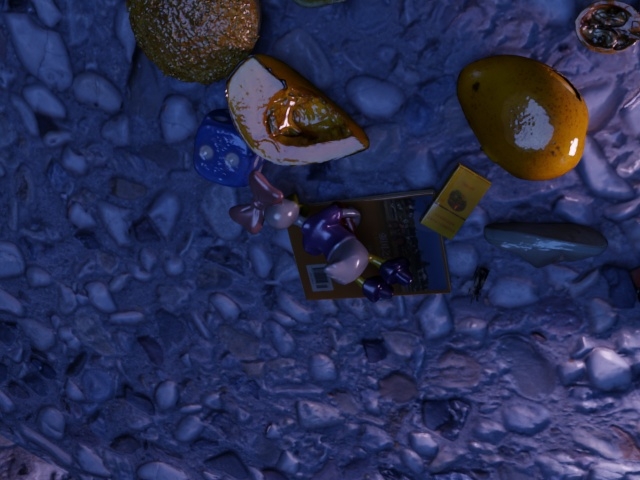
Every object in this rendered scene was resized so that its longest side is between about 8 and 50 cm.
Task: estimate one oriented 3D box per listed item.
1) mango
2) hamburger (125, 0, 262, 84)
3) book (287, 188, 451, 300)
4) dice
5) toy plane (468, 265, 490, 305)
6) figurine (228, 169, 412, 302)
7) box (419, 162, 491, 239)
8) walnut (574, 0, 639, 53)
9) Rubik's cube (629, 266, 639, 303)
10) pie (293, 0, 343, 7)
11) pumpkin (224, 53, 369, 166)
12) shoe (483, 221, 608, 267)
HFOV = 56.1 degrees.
[{"bbox_3d":[0.393,-0.250,1.165,0.290,0.160,0.191,43,126,6],"label":"mango"},{"bbox_3d":[-0.263,-0.469,1.246,0.294,0.179,0.276,45,118,-6],"label":"hamburger"},{"bbox_3d":[0.110,0.021,1.444,0.374,0.028,0.262,-5,112,20],"label":"book"},{"bbox_3d":[-0.200,-0.212,1.366,0.146,0.146,0.143,21,120,7],"label":"dice"},{"bbox_3d":[0.366,0.101,1.392,0.031,0.049,0.120,16,135,10],"label":"toy plane"},{"bbox_3d":[0.005,0.001,1.345,0.421,0.193,0.154,37,123,4],"label":"figurine"},{"bbox_3d":[0.295,-0.084,1.320,0.087,0.023,0.155,30,110,-7],"label":"box"},{"bbox_3d":[0.528,-0.395,1.107,0.121,0.052,0.091,19,117,6],"label":"walnut"},{"bbox_3d":[0.775,0.134,1.190,0.207,0.205,0.205,-35,100,26],"label":"Rubik's cube"},{"bbox_3d":[-0.005,-0.582,1.185,0.240,0.054,0.240,8,117,16],"label":"pie"},{"bbox_3d":[-0.059,-0.255,1.295,0.312,0.148,0.169,37,115,-8],"label":"pumpkin"},{"bbox_3d":[0.476,0.017,1.290,0.251,0.103,0.100,9,116,19],"label":"shoe"}]
